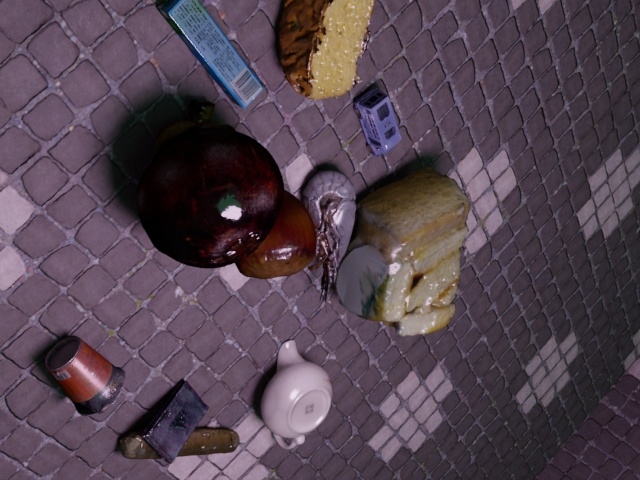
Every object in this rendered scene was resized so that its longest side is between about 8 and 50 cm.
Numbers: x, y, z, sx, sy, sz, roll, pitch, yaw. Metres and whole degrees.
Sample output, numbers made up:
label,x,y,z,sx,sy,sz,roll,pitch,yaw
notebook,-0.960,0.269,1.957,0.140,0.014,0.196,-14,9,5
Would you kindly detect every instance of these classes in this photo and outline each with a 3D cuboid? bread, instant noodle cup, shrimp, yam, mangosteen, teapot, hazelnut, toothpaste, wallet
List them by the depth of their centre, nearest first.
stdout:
label,x,y,z,sx,sy,sz,roll,pitch,yaw
toothpaste,-0.205,-0.365,1.569,0.065,0.050,0.267,-48,136,-7
mangosteen,-0.220,-0.092,1.574,0.297,0.293,0.297,-48,177,-4
bread,0.003,-0.425,1.652,0.160,0.147,0.261,-19,130,-43
instant noodle cup,-0.484,0.268,1.661,0.127,0.127,0.136,-42,127,-14
hazelnut,-0.106,-0.020,1.776,0.208,0.208,0.208,-21,126,-31
wallet,-0.333,0.417,1.886,0.166,0.030,0.111,-55,129,-34
shrimp,0.008,0.001,1.922,0.145,0.116,0.343,-10,114,-36
yam,-0.329,0.482,1.949,0.317,0.067,0.071,11,92,-45
bread,0.185,0.031,2.004,0.263,0.239,0.396,-11,119,-36
teapot,-0.068,0.409,2.084,0.204,0.139,0.298,-4,114,-41

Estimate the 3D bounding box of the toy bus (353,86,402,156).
label,x,y,z,sx,sy,sz,roll,pitch,yaw
toy bus,0.139,-0.266,1.905,0.073,0.076,0.167,-40,134,-16
